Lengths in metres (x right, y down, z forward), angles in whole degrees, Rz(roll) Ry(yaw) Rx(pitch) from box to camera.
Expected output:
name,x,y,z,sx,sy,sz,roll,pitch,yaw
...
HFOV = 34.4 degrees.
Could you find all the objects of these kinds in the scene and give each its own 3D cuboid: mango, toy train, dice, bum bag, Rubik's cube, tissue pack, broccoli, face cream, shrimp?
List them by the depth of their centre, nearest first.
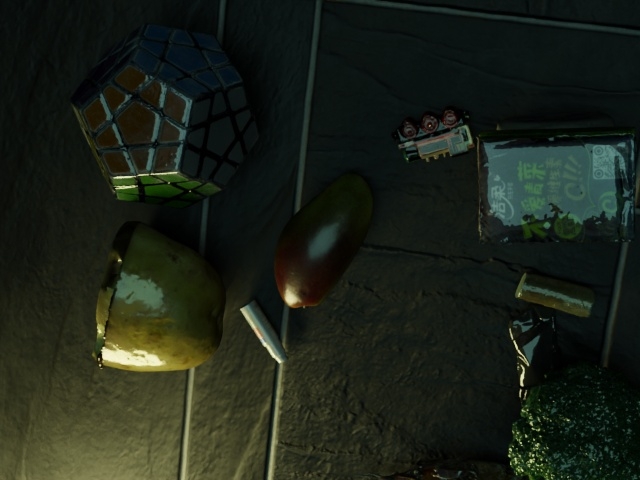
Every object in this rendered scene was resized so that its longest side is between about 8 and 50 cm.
name,x,y,z,sx,sy,sz,roll,pitch,yaw
tissue pack,0.357,-0.083,1.565,0.236,0.073,0.173,-1,102,11
dice,0.385,-0.109,1.692,0.192,0.194,0.193,-1,100,9
Rubik's cube,-0.263,-0.206,1.747,0.319,0.319,0.264,31,131,2
broccoli,0.458,0.338,1.753,0.295,0.245,0.265,-15,60,-4
toy train,0.195,-0.179,1.784,0.138,0.050,0.087,-15,103,13
mango,0.000,0.000,1.829,0.133,0.111,0.267,33,101,14
bum bag,0.387,0.211,1.837,0.087,0.049,0.197,-9,100,7
shrimp,0.229,0.467,1.889,0.343,0.116,0.145,6,89,9
face cream,-0.101,0.172,1.924,0.034,0.034,0.130,-32,96,15

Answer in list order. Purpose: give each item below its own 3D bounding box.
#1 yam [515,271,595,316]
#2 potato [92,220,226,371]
name,x,y,z,sx,sy,sz,roll,pitch,yaw
yam,0.411,0.094,1.806,0.132,0.054,0.054,15,105,8
potato,-0.279,0.119,1.861,0.243,0.242,0.285,15,98,7
